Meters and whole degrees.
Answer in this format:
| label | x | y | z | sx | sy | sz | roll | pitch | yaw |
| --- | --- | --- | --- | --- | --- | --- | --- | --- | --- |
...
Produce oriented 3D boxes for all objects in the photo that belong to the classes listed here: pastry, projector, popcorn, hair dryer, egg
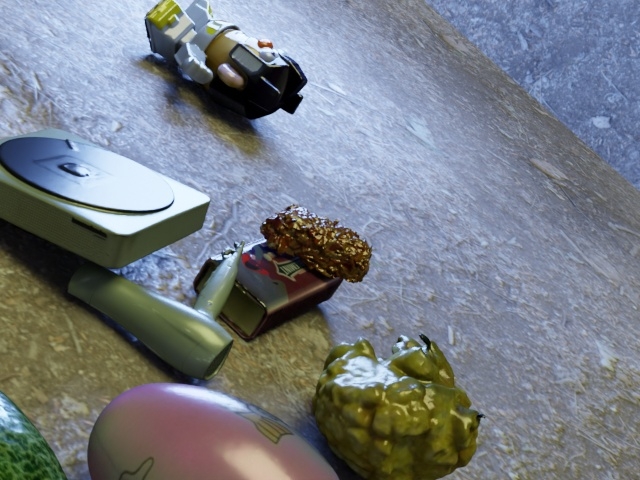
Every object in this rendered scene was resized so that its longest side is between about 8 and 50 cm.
| label | x | y | z | sx | sy | sz | roll | pitch | yaw |
| --- | --- | --- | --- | --- | --- | --- | --- | --- | --- |
| pastry | 0.000 | -0.002 | 1.705 | 0.169 | 0.063 | 0.087 | 25 | 31 | -20 |
| projector | -0.304 | -0.054 | 1.541 | 0.257 | 0.079 | 0.259 | 25 | 20 | 13 |
| popcorn | 0.093 | 0.205 | 1.490 | 0.218 | 0.169 | 0.189 | 25 | 27 | -34 |
| hair dryer | -0.170 | 0.051 | 1.516 | 0.206 | 0.075 | 0.237 | 32 | 40 | 7 |
| egg | -0.101 | 0.246 | 1.160 | 0.271 | 0.196 | 0.196 | 29 | 25 | -3 |

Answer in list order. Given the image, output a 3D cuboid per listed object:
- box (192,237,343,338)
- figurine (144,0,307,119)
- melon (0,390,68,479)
| label | x | y | z | sx | sy | sz | roll | pitch | yaw |
| --- | --- | --- | --- | --- | --- | --- | --- | --- | --- |
| box | -0.068 | 0.055 | 1.679 | 0.120 | 0.069 | 0.224 | 41 | 26 | 13 |
| figurine | -0.160 | -0.315 | 2.138 | 0.308 | 0.143 | 0.308 | 14 | 43 | -13 |
| melon | -0.352 | 0.182 | 0.890 | 0.344 | 0.226 | 0.331 | 4 | 11 | 5 |
